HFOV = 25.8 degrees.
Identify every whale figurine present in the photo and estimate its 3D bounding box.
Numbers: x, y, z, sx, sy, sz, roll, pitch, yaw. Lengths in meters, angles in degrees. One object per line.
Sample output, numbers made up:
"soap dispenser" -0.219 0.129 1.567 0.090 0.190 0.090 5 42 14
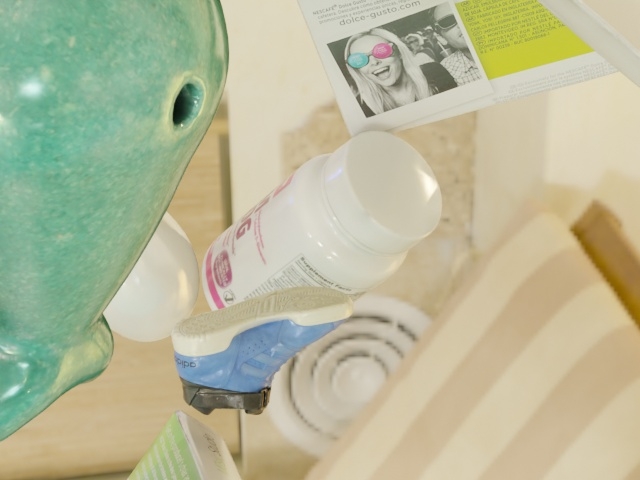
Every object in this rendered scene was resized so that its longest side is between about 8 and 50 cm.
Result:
"whale figurine" -0.117 -0.030 0.635 0.141 0.272 0.216 16 27 27

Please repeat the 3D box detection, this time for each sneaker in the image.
"sneaker" -0.043 0.092 1.117 0.152 0.084 0.058 -15 25 -24

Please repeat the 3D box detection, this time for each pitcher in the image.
"pitcher" -0.225 0.016 1.472 0.177 0.207 0.125 -16 44 -3

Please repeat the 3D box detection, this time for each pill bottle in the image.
"pill bottle" 0.000 0.000 1.595 0.160 0.160 0.283 -29 -6 -46

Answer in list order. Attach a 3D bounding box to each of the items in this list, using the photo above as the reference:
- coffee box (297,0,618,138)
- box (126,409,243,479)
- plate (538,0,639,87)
"coffee box" 0.141 -0.373 1.533 0.338 0.334 0.338 -13 46 11
"box" -0.164 0.307 1.068 0.058 0.322 0.232 33 4 -18
"plate" 0.193 -0.203 0.895 0.045 0.277 0.278 -34 29 42
